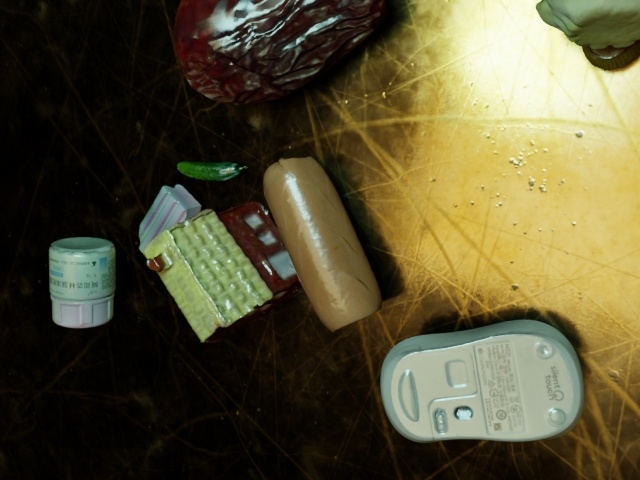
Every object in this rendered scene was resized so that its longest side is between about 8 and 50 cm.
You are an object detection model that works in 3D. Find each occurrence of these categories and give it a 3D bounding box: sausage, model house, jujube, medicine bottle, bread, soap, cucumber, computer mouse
[{"bbox_3d":[0.000,-0.001,1.029,0.121,0.121,0.304,-25,88,29],"label":"sausage"},{"bbox_3d":[-0.172,0.059,1.057,0.160,0.254,0.196,-39,80,31],"label":"model house"},{"bbox_3d":[-0.063,-0.350,0.963,0.342,0.216,0.216,-18,91,23],"label":"jujube"},{"bbox_3d":[-0.504,0.088,1.303,0.135,0.135,0.168,11,105,26],"label":"medicine bottle"},{"bbox_3d":[0.390,-0.269,0.815,0.085,0.053,0.084,-8,76,35],"label":"bread"},{"bbox_3d":[-0.299,-0.024,1.217,0.100,0.056,0.149,44,115,16],"label":"soap"},{"bbox_3d":[-0.210,-0.131,1.162,0.168,0.039,0.039,7,102,28],"label":"cucumber"},{"bbox_3d":[0.243,0.224,0.947,0.297,0.121,0.184,-14,81,14],"label":"computer mouse"}]

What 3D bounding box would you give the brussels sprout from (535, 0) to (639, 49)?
[{"bbox_3d":[0.349,-0.398,0.702,0.274,0.243,0.316,-27,78,26],"label":"brussels sprout"}]
